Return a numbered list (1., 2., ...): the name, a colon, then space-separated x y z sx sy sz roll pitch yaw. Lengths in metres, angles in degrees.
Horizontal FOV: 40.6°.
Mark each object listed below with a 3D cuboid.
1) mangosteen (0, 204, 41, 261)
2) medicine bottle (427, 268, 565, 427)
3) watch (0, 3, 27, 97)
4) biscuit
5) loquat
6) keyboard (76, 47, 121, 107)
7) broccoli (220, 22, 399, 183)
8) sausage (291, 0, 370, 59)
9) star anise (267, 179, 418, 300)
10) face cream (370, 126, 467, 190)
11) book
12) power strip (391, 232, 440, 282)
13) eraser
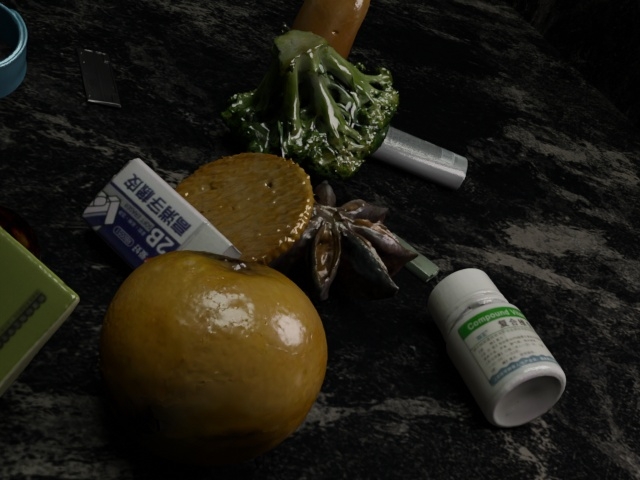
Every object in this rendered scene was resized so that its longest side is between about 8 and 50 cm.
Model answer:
1. mangosteen: -0.407 0.040 1.026 0.184 0.172 0.172 57 33 -4
2. medicine bottle: 0.268 0.162 1.356 0.139 0.139 0.237 7 36 -29
3. watch: -0.587 -0.326 1.425 0.211 0.211 0.193 -10 65 -45
4. biscuit: -0.132 -0.040 1.325 0.254 0.035 0.254 -9 49 10
5. loquat: -0.123 0.128 1.005 0.263 0.263 0.263 19 32 -13
6. keyboard: -0.424 -0.313 1.658 0.067 0.011 0.202 7 37 -27
7. broccoli: -0.025 -0.255 1.607 0.303 0.283 0.321 32 59 34
8. sausage: -0.005 -0.398 1.763 0.116 0.354 0.134 -14 48 -47
9. star anise: 0.002 0.001 1.416 0.331 0.118 0.332 12 37 -10
10. face cream: 0.184 -0.193 1.875 0.269 0.073 0.107 21 27 -9
11. book: -0.455 0.045 0.923 0.352 0.239 0.035 37 -8 16
12. power strip: 0.157 0.027 1.583 0.136 0.019 0.051 38 34 17
13. eraser: -0.230 -0.007 1.244 0.210 0.124 0.068 40 -7 20
